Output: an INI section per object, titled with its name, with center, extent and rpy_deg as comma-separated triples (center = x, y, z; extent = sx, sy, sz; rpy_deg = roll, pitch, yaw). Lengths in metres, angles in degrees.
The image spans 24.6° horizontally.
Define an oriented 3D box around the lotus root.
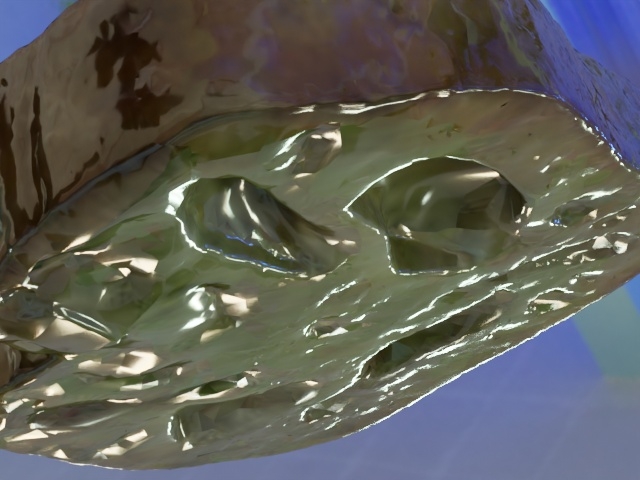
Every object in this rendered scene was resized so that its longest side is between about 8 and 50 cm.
[lotus root]
center = 0.000, 0.000, 0.725
extent = 0.375, 0.390, 0.111
rpy_deg = -13, -117, -9
